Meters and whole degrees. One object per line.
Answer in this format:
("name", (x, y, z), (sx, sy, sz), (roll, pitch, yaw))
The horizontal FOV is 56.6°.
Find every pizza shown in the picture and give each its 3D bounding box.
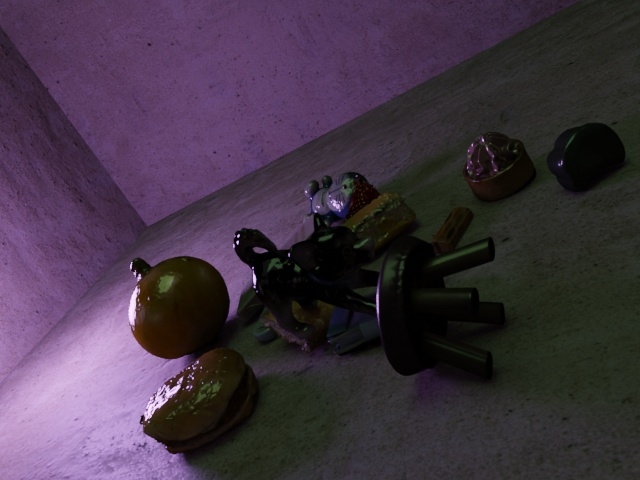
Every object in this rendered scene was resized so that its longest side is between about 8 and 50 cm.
("pizza", (-0.035, 0.213, 1.576), (0.188, 0.081, 0.204), (17, 37, 35))

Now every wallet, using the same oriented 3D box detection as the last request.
("wallet", (0.141, 0.171, 1.405), (0.250, 0.075, 0.176), (-26, 16, 20))

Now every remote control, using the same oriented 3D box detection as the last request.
("remote control", (-0.129, 0.211, 1.751), (0.087, 0.047, 0.244), (-26, 21, 28))

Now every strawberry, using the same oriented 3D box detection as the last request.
("strawberry", (0.152, -0.101, 1.974), (0.106, 0.175, 0.236), (7, 70, 13))

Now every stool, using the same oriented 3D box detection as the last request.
("stool", (0.233, 0.123, 1.127), (0.178, 0.272, 0.272), (-2, 32, 29))

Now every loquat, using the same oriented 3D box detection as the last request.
("loquat", (-0.451, 0.188, 1.851), (0.328, 0.359, 0.328), (-42, 5, 4))

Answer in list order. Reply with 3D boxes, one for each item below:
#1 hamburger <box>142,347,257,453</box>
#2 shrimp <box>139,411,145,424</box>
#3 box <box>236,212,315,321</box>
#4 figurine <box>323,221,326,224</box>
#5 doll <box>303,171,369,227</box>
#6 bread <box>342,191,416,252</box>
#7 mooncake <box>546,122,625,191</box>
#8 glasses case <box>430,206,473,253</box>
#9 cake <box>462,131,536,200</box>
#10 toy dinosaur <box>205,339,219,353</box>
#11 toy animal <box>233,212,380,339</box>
("hamburger", (-0.297, 0.385, 1.446), (0.283, 0.145, 0.259), (-38, 22, 0))
("shrimp", (-0.387, 0.423, 1.638), (0.250, 0.052, 0.143), (-28, 8, -11))
("box", (-0.125, 0.081, 1.883), (0.365, 0.051, 0.205), (-46, 14, 10))
("figurine", (-0.001, -0.001, 1.997), (0.197, 0.093, 0.147), (-12, 48, 44))
("doll", (0.064, -0.149, 2.180), (0.258, 0.154, 0.228), (-24, 53, 41))
("bread", (0.165, -0.045, 1.812), (0.245, 0.121, 0.174), (-40, 12, -10))
("mooncake", (0.654, -0.204, 1.469), (0.175, 0.169, 0.104), (-2, 4, -7))
("glasses case", (0.353, -0.030, 1.613), (0.064, 0.041, 0.170), (-12, 27, 43))
("cake", (0.491, -0.230, 1.689), (0.185, 0.178, 0.208), (-21, 19, 31))
("toy dinosaur", (-0.324, 0.341, 1.756), (0.041, 0.026, 0.113), (-18, 32, 18))
("toy animal", (-0.024, 0.057, 1.375), (0.344, 0.303, 0.194), (-24, 22, 33))
